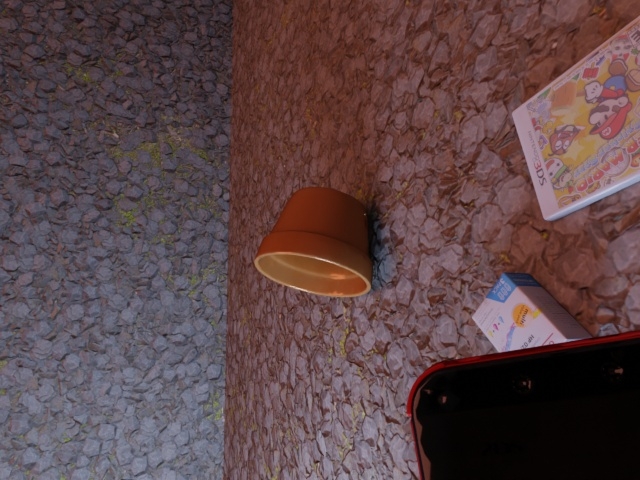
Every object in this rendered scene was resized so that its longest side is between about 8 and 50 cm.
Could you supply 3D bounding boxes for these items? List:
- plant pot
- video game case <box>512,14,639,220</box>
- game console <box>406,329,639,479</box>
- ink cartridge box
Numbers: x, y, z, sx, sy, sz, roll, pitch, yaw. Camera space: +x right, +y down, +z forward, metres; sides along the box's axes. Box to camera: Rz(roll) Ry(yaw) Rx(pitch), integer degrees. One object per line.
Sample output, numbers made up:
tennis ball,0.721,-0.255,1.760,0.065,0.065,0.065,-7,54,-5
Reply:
plant pot,0.000,0.000,1.163,0.291,0.291,0.203,-26,46,59
video game case,0.395,-0.166,0.668,0.227,0.026,0.206,-39,52,54
game console,0.302,0.281,0.501,0.387,0.060,0.341,-15,70,20
ink cartridge box,0.326,0.145,0.703,0.181,0.062,0.104,61,137,48
